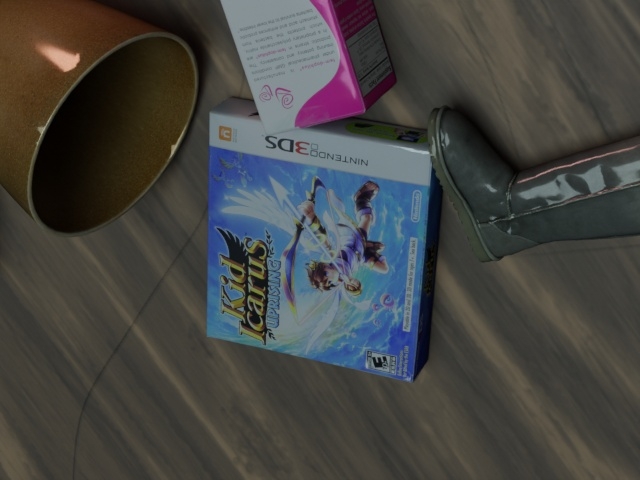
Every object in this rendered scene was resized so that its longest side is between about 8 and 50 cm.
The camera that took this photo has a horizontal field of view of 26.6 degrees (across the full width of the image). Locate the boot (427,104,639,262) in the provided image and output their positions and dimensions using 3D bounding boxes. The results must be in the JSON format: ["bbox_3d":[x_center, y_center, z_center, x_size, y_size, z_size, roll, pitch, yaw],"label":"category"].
[{"bbox_3d":[0.226,-0.069,1.303,0.208,0.076,0.190,-12,121,33],"label":"boot"}]

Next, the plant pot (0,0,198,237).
[{"bbox_3d":[-0.298,-0.171,1.406,0.254,0.237,0.237,36,122,21],"label":"plant pot"}]

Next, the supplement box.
[{"bbox_3d":[-0.021,-0.228,1.314,0.111,0.114,0.220,-10,106,25],"label":"supplement box"}]

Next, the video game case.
[{"bbox_3d":[0.000,0.000,1.434,0.244,0.061,0.270,12,116,19],"label":"video game case"}]
